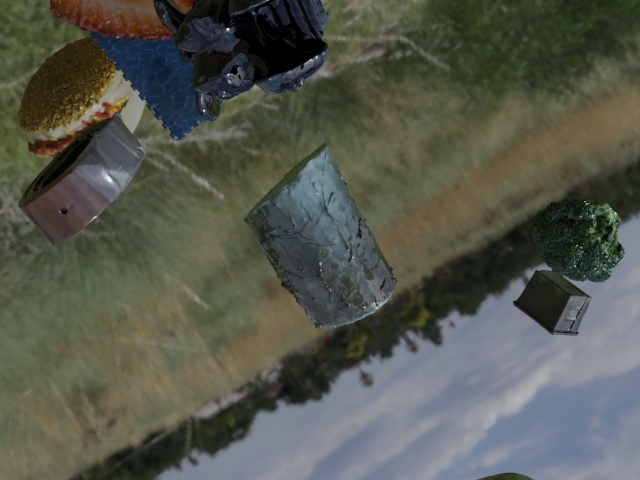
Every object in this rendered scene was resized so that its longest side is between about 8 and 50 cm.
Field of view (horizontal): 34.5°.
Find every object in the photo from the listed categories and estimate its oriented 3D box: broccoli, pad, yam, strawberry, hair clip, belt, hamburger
[{"bbox_3d":[0.485,-0.007,1.943,0.156,0.195,0.195,-56,179,-7],"label":"broccoli"},{"bbox_3d":[-0.256,-0.334,1.765,0.012,0.269,0.269,-26,-160,43],"label":"pad"},{"bbox_3d":[0.000,0.000,2.191,0.241,0.348,0.241,-30,-171,5],"label":"yam"},{"bbox_3d":[-0.314,-0.400,1.618,0.188,0.286,0.106,-61,-179,5],"label":"strawberry"},{"bbox_3d":[-0.095,-0.274,1.352,0.206,0.194,0.310,-18,-161,8],"label":"hair clip"},{"bbox_3d":[-0.392,-0.106,1.718,0.184,0.105,0.261,-23,-157,37],"label":"belt"},{"bbox_3d":[-0.509,-0.304,2.187,0.276,0.294,0.179,-24,140,20],"label":"hamburger"}]

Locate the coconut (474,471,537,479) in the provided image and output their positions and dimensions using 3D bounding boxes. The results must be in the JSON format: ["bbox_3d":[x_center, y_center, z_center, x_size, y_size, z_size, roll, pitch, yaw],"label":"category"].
[{"bbox_3d":[0.248,0.498,1.456,0.328,0.281,0.328,-61,173,-13],"label":"coconut"}]

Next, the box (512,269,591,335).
[{"bbox_3d":[0.319,0.083,1.414,0.060,0.085,0.063,5,115,-38],"label":"box"}]
